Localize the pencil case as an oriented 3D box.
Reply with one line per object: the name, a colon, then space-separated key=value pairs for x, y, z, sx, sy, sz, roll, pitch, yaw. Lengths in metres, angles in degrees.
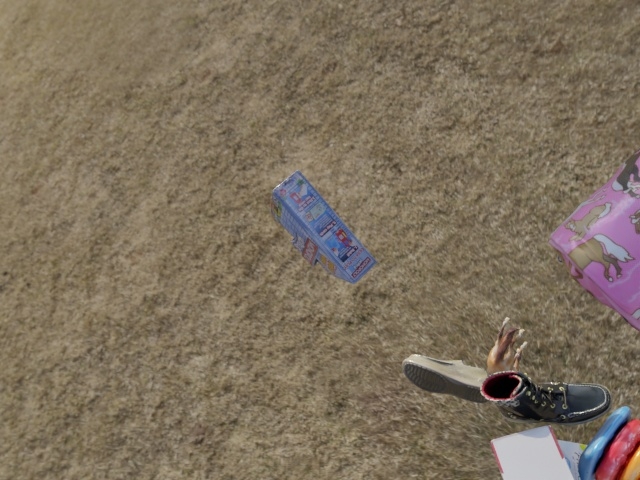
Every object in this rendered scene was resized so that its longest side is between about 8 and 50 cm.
pencil case: x=0.417 y=-0.082 z=0.512 sx=0.160 sy=0.167 sz=0.386 roll=41 pitch=109 yaw=8

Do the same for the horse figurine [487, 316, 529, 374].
horse figurine: x=0.486 y=0.315 z=1.341 sx=0.066 sy=0.263 sz=0.174 roll=14 pitch=61 yaw=38

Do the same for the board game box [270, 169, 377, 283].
board game box: x=0.000 y=0.000 z=0.893 sx=0.060 sy=0.194 sz=0.194 roll=-42 pitch=81 yaw=-17

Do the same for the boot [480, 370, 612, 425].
boot: x=0.471 y=0.328 z=1.089 sx=0.237 sy=0.179 sz=0.085 roll=-17 pitch=52 yaw=31

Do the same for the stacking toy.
stacking toy: x=0.711 y=0.500 z=1.054 sx=0.166 sy=0.175 sz=0.302 roll=-37 pitch=43 yaw=-22

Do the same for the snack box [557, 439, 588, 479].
snack box: x=0.611 y=0.603 z=1.319 sx=0.070 sy=0.207 sz=0.174 roll=139 pitch=142 yaw=-55

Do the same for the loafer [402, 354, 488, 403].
loafer: x=0.374 y=0.398 z=1.532 sx=0.269 sy=0.101 sz=0.092 roll=19 pitch=38 yaw=9

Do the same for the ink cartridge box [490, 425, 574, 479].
ink cartridge box: x=0.444 y=0.485 z=1.081 sx=0.128 sy=0.176 sz=0.128 roll=-20 pitch=52 yaw=9
